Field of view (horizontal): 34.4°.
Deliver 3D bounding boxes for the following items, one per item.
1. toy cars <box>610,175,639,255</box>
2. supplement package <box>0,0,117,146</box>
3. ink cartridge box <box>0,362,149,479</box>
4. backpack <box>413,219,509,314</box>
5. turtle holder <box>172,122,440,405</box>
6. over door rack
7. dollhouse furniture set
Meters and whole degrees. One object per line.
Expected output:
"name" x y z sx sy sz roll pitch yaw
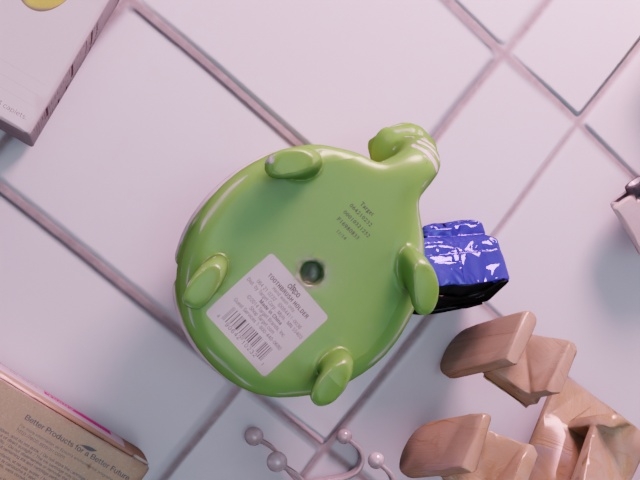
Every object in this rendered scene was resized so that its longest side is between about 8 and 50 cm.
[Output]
"toy cars" 0.470 -0.159 1.277 0.177 0.087 0.393 17 91 -10
"supplement package" -0.302 -0.257 1.003 0.199 0.198 0.262 30 84 -14
"ink cartridge box" -0.329 0.246 1.072 0.235 0.088 0.193 36 82 -13
"backpack" 0.137 0.033 1.188 0.120 0.098 0.101 -10 66 -15
"turtle holder" -0.019 -0.001 1.075 0.244 0.227 0.320 19 87 -14
"over door rack" -0.075 0.282 1.063 0.324 0.239 0.108 -17 98 -14
"dollhouse furniture set" 0.231 0.353 1.198 0.362 0.256 0.394 36 62 -14
